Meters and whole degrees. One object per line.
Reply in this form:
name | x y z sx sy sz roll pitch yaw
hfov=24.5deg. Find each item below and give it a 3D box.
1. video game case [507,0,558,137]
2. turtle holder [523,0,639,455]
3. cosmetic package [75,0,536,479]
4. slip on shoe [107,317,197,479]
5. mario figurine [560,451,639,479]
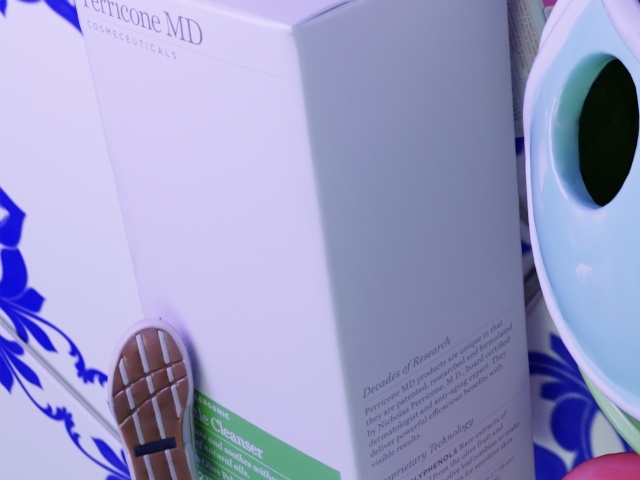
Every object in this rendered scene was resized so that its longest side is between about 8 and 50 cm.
video game case | 0.130 -0.131 0.756 0.143 0.019 0.157 -3 115 43
turtle holder | 0.195 -0.052 0.572 0.243 0.320 0.227 -10 138 23
cosmetic package | 0.000 0.000 0.853 0.197 0.155 0.366 22 133 44
slip on shoe | -0.098 0.103 0.888 0.041 0.051 0.135 -109 10 -63
mario figurine | 0.220 0.263 0.820 0.198 0.170 0.320 -31 100 17
